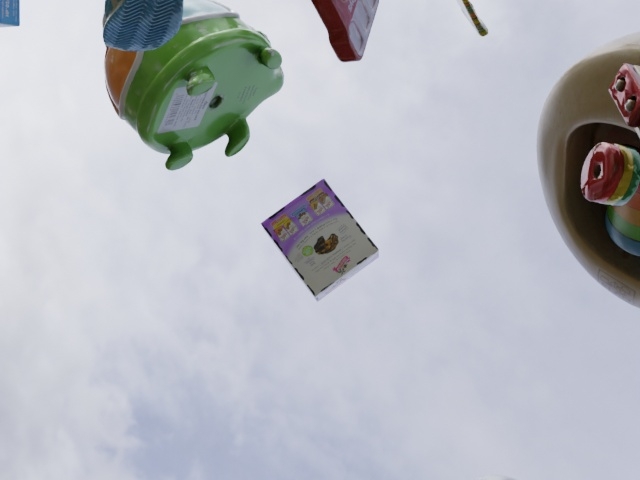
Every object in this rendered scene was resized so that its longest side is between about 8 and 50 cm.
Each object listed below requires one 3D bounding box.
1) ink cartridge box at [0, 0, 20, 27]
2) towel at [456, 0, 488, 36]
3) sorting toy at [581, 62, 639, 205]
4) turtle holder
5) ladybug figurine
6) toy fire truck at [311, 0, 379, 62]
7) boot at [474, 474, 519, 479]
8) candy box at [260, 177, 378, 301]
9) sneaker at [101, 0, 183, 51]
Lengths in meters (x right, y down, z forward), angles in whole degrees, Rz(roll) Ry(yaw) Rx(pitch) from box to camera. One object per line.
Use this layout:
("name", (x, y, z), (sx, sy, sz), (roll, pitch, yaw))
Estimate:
("ink cartridge box", (-0.508, -0.326, 1.068), (0.104, 0.181, 0.061), (8, -82, 34))
("towel", (0.191, -0.419, 1.214), (0.021, 0.102, 0.237), (-31, -51, 12))
("sorting toy", (0.238, -0.103, 0.498), (0.046, 0.132, 0.274), (10, -48, -11))
("turtle holder", (-0.190, -0.285, 1.270), (0.227, 0.320, 0.243), (46, -22, 18))
("ladybug figurine", (0.413, -0.076, 0.959), (0.305, 0.162, 0.449), (37, -20, 30))
("toy fire truck", (0.038, -0.488, 1.371), (0.169, 0.302, 0.254), (-2, -36, 26))
("boot", (0.104, 0.255, 0.517), (0.123, 0.095, 0.258), (7, -65, 61))
("candy box", (0.000, 0.000, 1.674), (0.196, 0.165, 0.070), (53, -5, 14))
("sneaker", (-0.198, -0.305, 0.915), (0.228, 0.087, 0.092), (-51, -134, 51))
